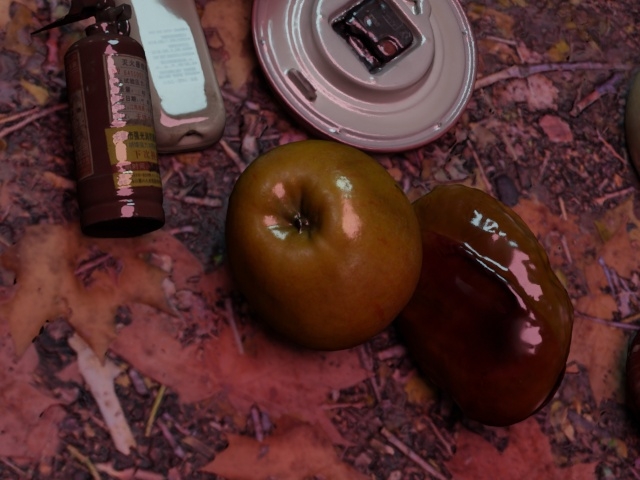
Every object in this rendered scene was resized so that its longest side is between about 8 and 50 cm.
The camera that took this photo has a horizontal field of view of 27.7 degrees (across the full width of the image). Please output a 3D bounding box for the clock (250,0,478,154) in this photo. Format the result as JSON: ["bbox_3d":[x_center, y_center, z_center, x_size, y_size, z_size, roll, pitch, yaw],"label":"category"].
[{"bbox_3d":[0.046,-0.199,1.298,0.244,0.056,0.244,8,67,-20],"label":"clock"}]

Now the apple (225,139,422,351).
[{"bbox_3d":[0.000,0.000,1.135,0.182,0.155,0.182,-5,69,12],"label":"apple"}]

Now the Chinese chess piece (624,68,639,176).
[{"bbox_3d":[0.454,-0.122,1.408,0.250,0.103,0.249,7,69,-19],"label":"Chinese chess piece"}]

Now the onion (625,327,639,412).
[{"bbox_3d":[0.395,0.131,1.266,0.184,0.147,0.184,6,57,-9],"label":"onion"}]

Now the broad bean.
[{"bbox_3d":[0.147,0.059,1.207,0.122,0.156,0.228,12,50,-64],"label":"broad bean"}]

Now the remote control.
[{"bbox_3d":[-0.162,-0.230,1.234,0.090,0.038,0.309,-11,75,-23],"label":"remote control"}]

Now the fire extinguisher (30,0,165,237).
[{"bbox_3d":[-0.204,-0.129,1.150,0.106,0.075,0.252,-8,80,-1],"label":"fire extinguisher"}]
